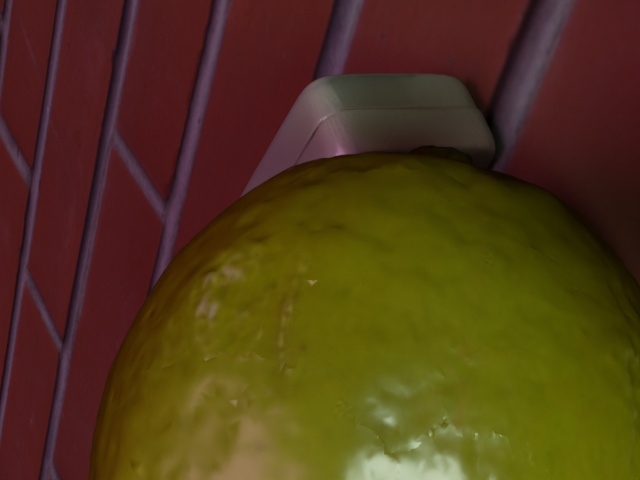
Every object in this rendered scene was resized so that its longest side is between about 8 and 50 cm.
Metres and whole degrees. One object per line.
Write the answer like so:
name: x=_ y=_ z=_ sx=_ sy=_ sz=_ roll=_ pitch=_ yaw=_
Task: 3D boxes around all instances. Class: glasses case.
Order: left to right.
glasses case: x=0.000 y=0.000 z=0.920 sx=0.313 sy=0.131 sz=0.070 roll=-55 pitch=48 yaw=47

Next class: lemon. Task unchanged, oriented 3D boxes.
lemon: x=0.036 y=0.118 z=0.690 sx=0.348 sy=0.348 sz=0.348 roll=14 pitch=107 yaw=58
